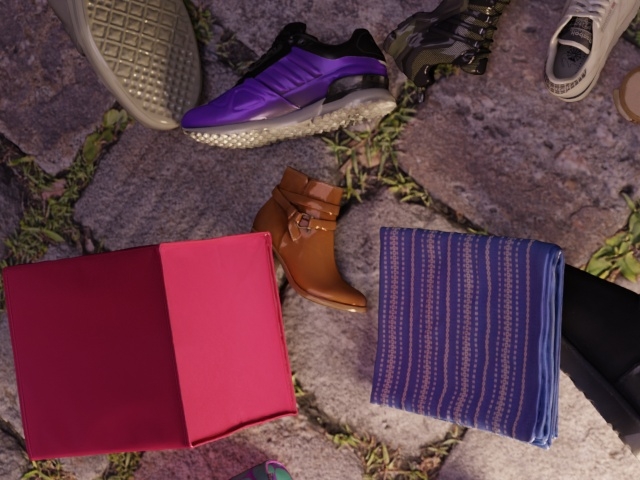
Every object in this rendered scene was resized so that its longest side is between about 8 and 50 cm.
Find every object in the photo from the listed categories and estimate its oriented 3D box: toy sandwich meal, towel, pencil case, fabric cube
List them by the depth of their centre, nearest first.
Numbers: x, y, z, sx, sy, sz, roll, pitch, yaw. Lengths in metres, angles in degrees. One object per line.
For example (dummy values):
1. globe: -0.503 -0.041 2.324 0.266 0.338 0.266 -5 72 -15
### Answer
1. towel: 0.172 0.111 1.804 0.336 0.040 0.243 7 95 54
2. toy sandwich meal: 0.414 -0.182 1.843 0.085 0.029 0.085 -1 85 14
3. fabric cube: -0.216 0.133 1.889 0.258 0.259 0.254 -10 88 30
4. pencil case: -0.111 0.357 1.978 0.152 0.064 0.070 -32 55 15

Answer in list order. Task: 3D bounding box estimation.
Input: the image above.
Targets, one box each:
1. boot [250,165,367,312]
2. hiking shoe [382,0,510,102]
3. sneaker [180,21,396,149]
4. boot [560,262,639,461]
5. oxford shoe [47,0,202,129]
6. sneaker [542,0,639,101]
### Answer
1. boot: 0.000 0.000 1.949 0.197 0.073 0.152 27 93 14
2. hiking shoe: 0.198 -0.275 1.896 0.227 0.086 0.114 -31 93 20
3. sneaker: -0.050 -0.213 1.961 0.293 0.102 0.146 -11 81 12
4. boot: 0.462 0.013 1.752 0.445 0.146 0.367 -42 57 6
5. oxford shoe: -0.313 -0.345 2.035 0.449 0.169 0.130 57 145 3
6. sneaker: 0.344 -0.289 1.833 0.090 0.095 0.235 20 92 19
